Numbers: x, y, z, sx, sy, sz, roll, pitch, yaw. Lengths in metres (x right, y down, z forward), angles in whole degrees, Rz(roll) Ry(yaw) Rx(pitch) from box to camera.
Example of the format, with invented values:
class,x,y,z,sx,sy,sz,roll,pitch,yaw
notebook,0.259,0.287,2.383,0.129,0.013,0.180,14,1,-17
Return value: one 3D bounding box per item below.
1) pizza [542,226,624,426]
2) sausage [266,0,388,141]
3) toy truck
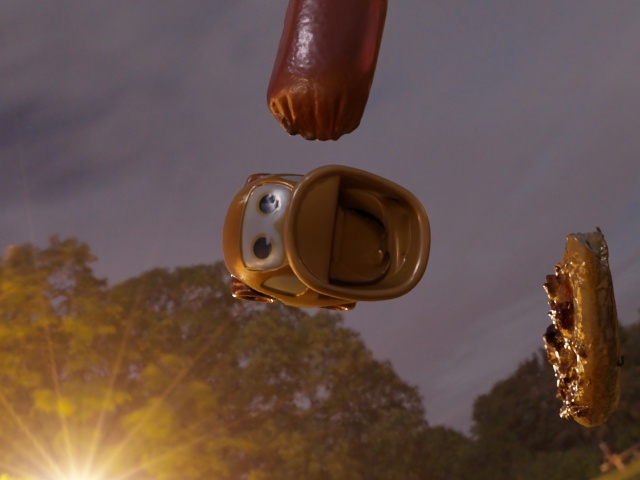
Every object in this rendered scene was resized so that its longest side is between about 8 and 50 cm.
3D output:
class,x,y,z,sx,sy,sz,roll,pitch,yaw
pizza,0.313,0.111,1.071,0.085,0.161,0.305,-8,-57,11
sausage,0.022,-0.252,0.869,0.097,0.348,0.094,12,-28,0
toy truck,0.000,0.000,1.357,0.288,0.204,0.211,11,-12,-19
